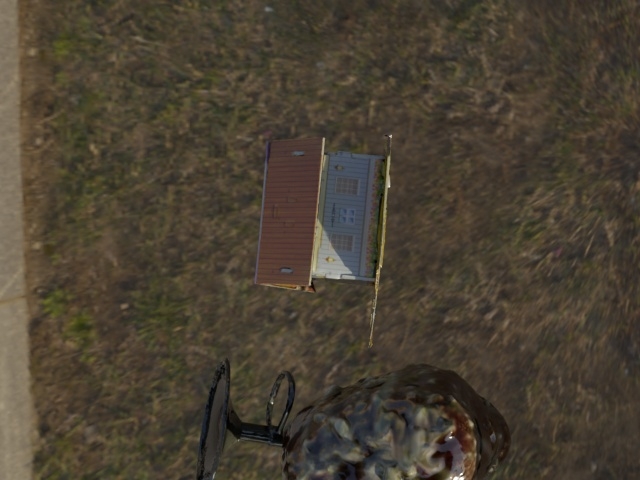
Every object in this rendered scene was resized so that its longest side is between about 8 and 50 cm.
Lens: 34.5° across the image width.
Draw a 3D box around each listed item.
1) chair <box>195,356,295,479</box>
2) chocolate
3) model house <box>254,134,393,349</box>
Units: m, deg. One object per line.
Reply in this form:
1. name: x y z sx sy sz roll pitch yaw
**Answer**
1. chair: 0.014 0.335 1.675 0.401 0.226 0.226 12 100 -12
2. chocolate: 0.093 0.306 1.489 0.340 0.210 0.225 -16 84 15
3. model house: 0.000 0.000 1.092 0.136 0.207 0.219 6 85 1
